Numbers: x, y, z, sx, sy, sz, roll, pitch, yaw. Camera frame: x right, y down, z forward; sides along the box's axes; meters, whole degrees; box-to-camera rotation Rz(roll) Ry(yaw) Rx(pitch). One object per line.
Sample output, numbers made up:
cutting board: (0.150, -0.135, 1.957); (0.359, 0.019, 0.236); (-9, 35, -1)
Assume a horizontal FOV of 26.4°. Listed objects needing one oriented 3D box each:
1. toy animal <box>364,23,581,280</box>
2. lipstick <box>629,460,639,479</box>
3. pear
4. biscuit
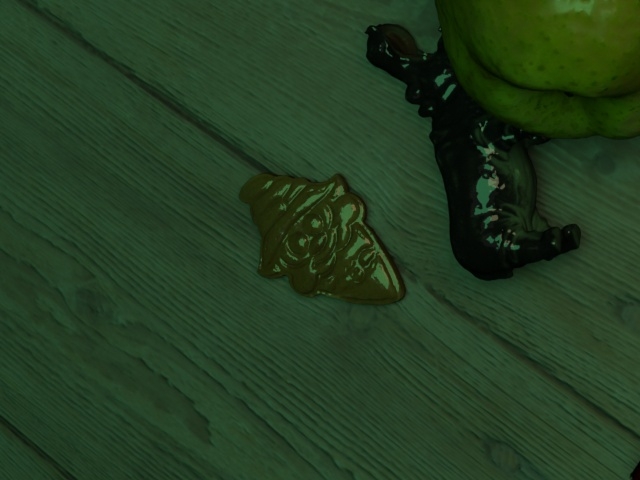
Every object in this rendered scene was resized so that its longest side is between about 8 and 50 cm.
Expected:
toy animal: (0.181, -0.124, 1.547); (0.168, 0.106, 0.343); (-29, 75, 28)
lipstick: (0.450, 0.300, 1.464); (0.241, 0.080, 0.080); (35, 105, 17)
pear: (0.277, -0.280, 1.359); (0.391, 0.391, 0.391); (1, 93, 22)
biscuit: (0.000, 0.000, 1.667); (0.250, 0.035, 0.162); (34, 109, 16)
